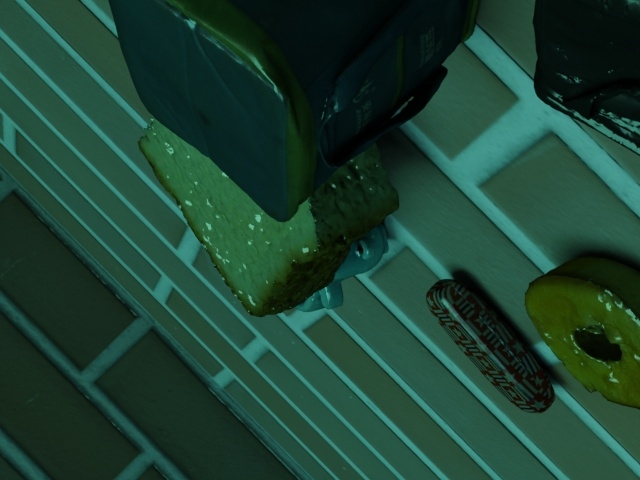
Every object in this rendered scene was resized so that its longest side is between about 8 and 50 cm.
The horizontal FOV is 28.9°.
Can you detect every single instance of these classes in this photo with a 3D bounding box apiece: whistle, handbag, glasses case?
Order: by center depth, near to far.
[{"bbox_3d":[0.252,-0.101,0.810,0.275,0.088,0.244,37,164,21],"label":"handbag"},{"bbox_3d":[-0.014,-0.180,0.958,0.222,0.241,0.263,38,162,20],"label":"handbag"},{"bbox_3d":[0.198,0.119,1.438,0.194,0.049,0.073,49,163,-9],"label":"glasses case"},{"bbox_3d":[0.000,0.000,1.556,0.274,0.093,0.186,8,113,65],"label":"whistle"}]

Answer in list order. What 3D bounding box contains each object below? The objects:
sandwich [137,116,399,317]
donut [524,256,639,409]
[{"bbox_3d":[-0.051,-0.086,1.309,0.262,0.131,0.325,57,153,8],"label":"sandwich"},{"bbox_3d":[0.277,0.081,1.172,0.178,0.065,0.162,21,145,53],"label":"donut"}]
